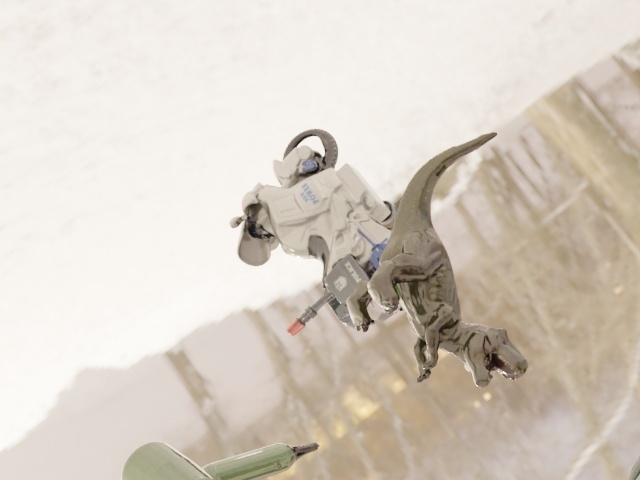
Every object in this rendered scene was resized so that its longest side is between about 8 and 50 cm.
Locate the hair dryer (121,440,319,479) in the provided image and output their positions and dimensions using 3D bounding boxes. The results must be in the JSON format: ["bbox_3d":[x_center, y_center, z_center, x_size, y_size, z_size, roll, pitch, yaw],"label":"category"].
[{"bbox_3d":[-0.058,0.162,0.953,0.150,0.071,0.047,-9,112,-38],"label":"hair dryer"}]

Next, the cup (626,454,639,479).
[{"bbox_3d":[0.390,0.182,0.641,0.401,0.310,0.392,-12,174,-38],"label":"cup"}]

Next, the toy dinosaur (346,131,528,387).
[{"bbox_3d":[0.117,0.029,1.153,0.179,0.187,0.087,-35,177,-25],"label":"toy dinosaur"}]

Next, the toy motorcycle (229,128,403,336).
[{"bbox_3d":[0.000,0.000,1.338,0.150,0.221,0.102,-43,148,8],"label":"toy motorcycle"}]
